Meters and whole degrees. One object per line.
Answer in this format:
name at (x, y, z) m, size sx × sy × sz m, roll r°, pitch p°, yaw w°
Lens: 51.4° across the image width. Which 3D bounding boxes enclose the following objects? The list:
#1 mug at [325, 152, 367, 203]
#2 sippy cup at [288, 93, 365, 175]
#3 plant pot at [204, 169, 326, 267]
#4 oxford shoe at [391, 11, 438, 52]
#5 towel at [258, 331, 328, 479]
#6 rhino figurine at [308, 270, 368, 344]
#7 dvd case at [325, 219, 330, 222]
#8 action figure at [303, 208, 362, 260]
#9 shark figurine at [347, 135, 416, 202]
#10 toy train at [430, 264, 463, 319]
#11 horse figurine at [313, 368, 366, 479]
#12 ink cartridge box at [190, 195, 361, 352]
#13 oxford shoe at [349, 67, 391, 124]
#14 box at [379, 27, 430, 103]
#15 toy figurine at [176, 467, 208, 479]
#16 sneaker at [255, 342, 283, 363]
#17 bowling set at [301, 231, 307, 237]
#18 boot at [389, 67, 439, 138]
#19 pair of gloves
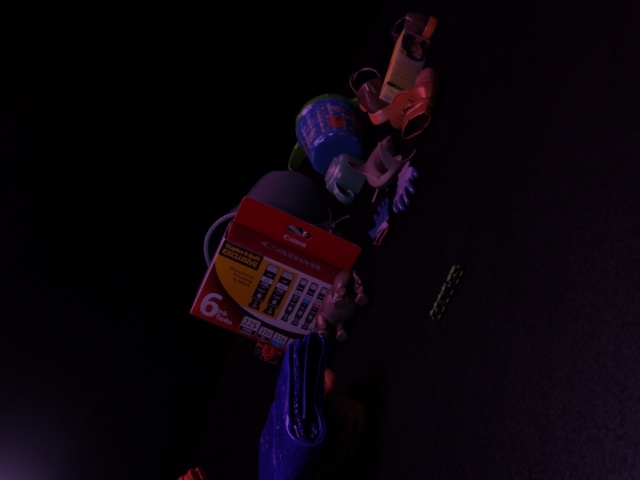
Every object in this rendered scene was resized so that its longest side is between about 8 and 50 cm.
mug at (0.073, -0.186, 1.925) m, size 0.157 × 0.098 × 0.129 m, roll -101°, pitch 36°, yaw -75°
sippy cup at (0.041, -0.318, 2.118) m, size 0.224 × 0.240 × 0.305 m, roll -98°, pitch 23°, yaw -54°
plant pot at (-0.139, -0.032, 2.046) m, size 0.341 × 0.341 × 0.334 m, roll -60°, pitch 6°, yaw 36°
oxford shoe at (0.254, -0.605, 1.946) m, size 0.271 × 0.099 × 0.096 m, roll 159°, pitch 134°, yaw -78°
towel at (-0.054, 0.325, 1.064) m, size 0.227 × 0.076 × 0.308 m, roll -87°, pitch 9°, yaw -55°
rhino figurine at (0.026, 0.162, 1.379) m, size 0.106 × 0.073 × 0.243 m, roll -86°, pitch 20°, yaw -55°
dvd case at (0.000, 0.000, 2.145) m, size 0.087 × 0.013 × 0.119 m, roll 123°, pitch 168°, yaw -47°
action figure at (-0.005, 0.038, 1.625) m, size 0.141 × 0.164 × 0.275 m, roll -102°, pitch 31°, yaw -67°
shark figurine at (0.122, -0.169, 1.559) m, size 0.278 × 0.116 × 0.166 m, roll -96°, pitch 29°, yaw -76°
toy train at (0.174, 0.072, 0.924) m, size 0.023 × 0.017 × 0.083 m, roll -59°, pitch -6°, yaw -82°
horse figurine at (0.021, 0.304, 1.066) m, size 0.263 × 0.066 × 0.174 m, roll 150°, pitch 138°, yaw -79°
ink cartridge box at (-0.095, 0.089, 1.503) m, size 0.130 × 0.310 × 0.271 m, roll -90°, pitch 25°, yaw -69°
oxford shoe at (0.152, -0.447, 1.916) m, size 0.130 × 0.132 × 0.363 m, roll -35°, pitch 21°, yaw 9°
box at (0.227, -0.461, 1.779) m, size 0.058 × 0.087 × 0.232 m, roll 127°, pitch 163°, yaw -57°
toy figurine at (-0.259, 0.621, 1.407) m, size 0.148 × 0.210 × 0.213 m, roll -46°, pitch 18°, yaw 15°
sneaker at (-0.120, 0.245, 1.925) m, size 0.261 × 0.104 × 0.125 m, roll -56°, pitch 11°, yaw 46°
bowling set at (-0.092, 0.090, 1.827) m, size 0.200 × 0.287 × 0.154 m, roll 59°, pitch -169°, yaw -73°
boot at (0.203, -0.283, 1.514) m, size 0.197 × 0.073 × 0.152 m, roll 121°, pitch 165°, yaw -53°
pair of gloves at (0.155, -0.075, 1.406) m, size 0.198 × 0.023 × 0.159 m, roll -61°, pitch 9°, yaw 26°
